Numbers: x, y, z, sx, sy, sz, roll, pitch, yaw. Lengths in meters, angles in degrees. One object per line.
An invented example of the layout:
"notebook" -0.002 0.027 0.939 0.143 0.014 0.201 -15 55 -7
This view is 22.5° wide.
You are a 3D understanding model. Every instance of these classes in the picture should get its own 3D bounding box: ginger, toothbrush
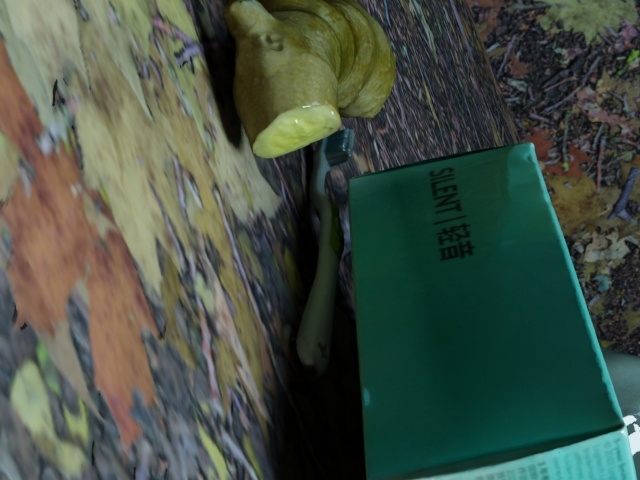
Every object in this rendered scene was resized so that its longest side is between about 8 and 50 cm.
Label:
"ginger" -0.004 -0.106 0.942 0.118 0.065 0.299 55 13 -9
"toothbrush" 0.000 0.000 0.906 0.263 0.026 0.022 -82 150 -59

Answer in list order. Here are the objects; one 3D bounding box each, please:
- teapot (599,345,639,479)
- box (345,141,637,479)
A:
"teapot" 0.161 0.102 1.143 0.183 0.183 0.251 55 8 -52
"box" 0.093 0.103 0.833 0.311 0.118 0.205 -92 170 -64
